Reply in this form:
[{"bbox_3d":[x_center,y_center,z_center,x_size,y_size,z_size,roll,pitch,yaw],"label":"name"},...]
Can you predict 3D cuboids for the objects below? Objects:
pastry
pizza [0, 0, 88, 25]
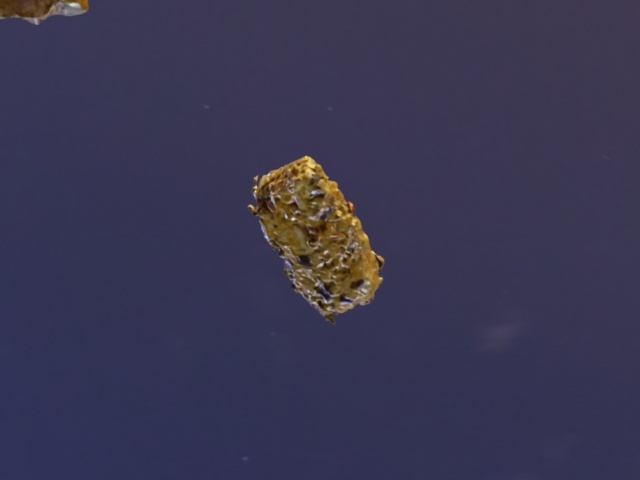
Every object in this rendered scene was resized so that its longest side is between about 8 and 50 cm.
[{"bbox_3d":[0.000,0.000,1.078,0.080,0.056,0.140,-23,-63,32],"label":"pastry"},{"bbox_3d":[-0.232,-0.166,0.702,0.193,0.053,0.201,-31,-87,15],"label":"pizza"}]
